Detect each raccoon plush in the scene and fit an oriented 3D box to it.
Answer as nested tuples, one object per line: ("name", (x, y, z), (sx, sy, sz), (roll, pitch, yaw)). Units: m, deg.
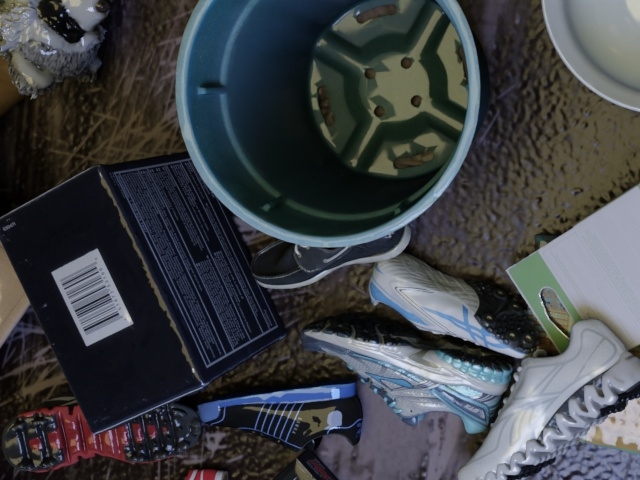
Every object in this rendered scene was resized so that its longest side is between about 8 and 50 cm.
("raccoon plush", (-0.463, -0.364, 1.762), (0.446, 0.216, 0.299), (15, 118, 44))

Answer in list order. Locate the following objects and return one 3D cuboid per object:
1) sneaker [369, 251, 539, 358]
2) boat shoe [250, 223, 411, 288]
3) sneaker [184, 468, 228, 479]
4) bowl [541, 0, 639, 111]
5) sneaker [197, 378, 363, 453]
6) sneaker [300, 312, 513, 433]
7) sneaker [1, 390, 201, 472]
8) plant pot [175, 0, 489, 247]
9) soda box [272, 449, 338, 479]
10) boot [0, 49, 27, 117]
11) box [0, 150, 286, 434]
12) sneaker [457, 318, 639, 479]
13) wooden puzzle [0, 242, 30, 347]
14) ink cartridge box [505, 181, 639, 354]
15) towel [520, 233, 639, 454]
("sneaker", (0.172, 0.092, 1.634), (0.237, 0.085, 0.086), (26, 131, 20))
("boat shoe", (0.000, 0.000, 1.658), (0.233, 0.079, 0.084), (-18, 53, 28))
("sneaker", (-0.170, 0.381, 1.797), (0.067, 0.042, 0.118), (7, 91, 12))
("bowl", (0.415, -0.296, 1.479), (0.298, 0.134, 0.297), (3, 99, 17))
("sneaker", (-0.056, 0.246, 1.725), (0.232, 0.081, 0.090), (-8, 90, 18))
("sneaker", (0.101, 0.179, 1.654), (0.283, 0.110, 0.122), (15, 105, 15))
("sneaker", (-0.302, 0.259, 1.788), (0.276, 0.135, 0.097), (-6, 100, 1))
("plant pot", (0.050, -0.179, 1.503), (0.341, 0.334, 0.341), (2, 97, 17))
("soda box", (0.014, 0.368, 1.729), (0.169, 0.060, 0.053), (46, 106, 7))
("boot", (-0.478, -0.145, 1.717), (0.236, 0.269, 0.089), (35, 144, 5))
("box", (-0.223, 0.056, 1.639), (0.183, 0.294, 0.296), (-26, 89, 21))
("sneaker", (0.273, 0.212, 1.578), (0.292, 0.110, 0.118), (-44, 68, 24))
("wooden puzzle", (-0.576, 0.065, 1.805), (0.322, 0.080, 0.348), (40, 111, 9))
("ink cartridge box", (0.364, 0.046, 1.549), (0.235, 0.056, 0.171), (-38, 82, 44))
("towel", (0.438, 0.143, 1.582), (0.370, 0.040, 0.271), (8, 98, 18))
